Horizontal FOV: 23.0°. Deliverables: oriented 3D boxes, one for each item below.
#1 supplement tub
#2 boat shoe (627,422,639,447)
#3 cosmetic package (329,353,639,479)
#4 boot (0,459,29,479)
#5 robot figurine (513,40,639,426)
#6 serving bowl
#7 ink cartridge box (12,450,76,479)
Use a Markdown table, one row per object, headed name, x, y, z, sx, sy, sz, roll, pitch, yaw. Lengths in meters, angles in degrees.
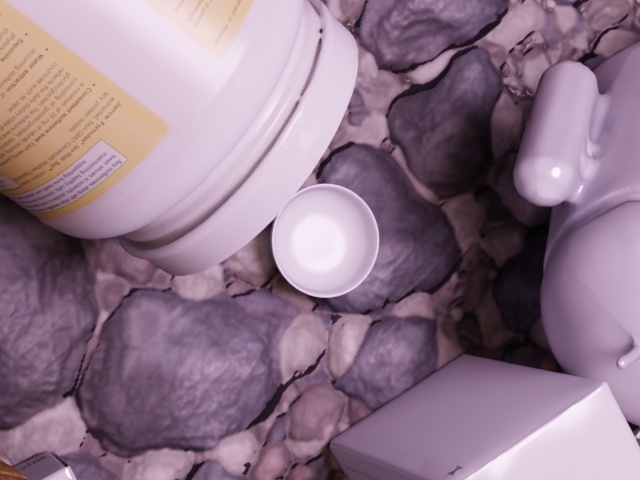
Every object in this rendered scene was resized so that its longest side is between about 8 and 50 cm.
| name | x | y | z | sx | sy | sz | roll | pitch | yaw |
| --- | --- | --- | --- | --- | --- | --- | --- | --- | --- |
| supplement tub | -0.163 | -0.150 | 0.971 | 0.331 | 0.241 | 0.241 | 37 | 79 | -26 |
| boat shoe | 0.303 | 0.095 | 1.227 | 0.305 | 0.109 | 0.091 | -32 | 100 | -23 |
| cosmetic package | 0.146 | 0.213 | 1.107 | 0.138 | 0.224 | 0.224 | -33 | 102 | -16 |
| boot | -0.286 | 0.211 | 0.953 | 0.095 | 0.262 | 0.203 | 23 | 83 | -57 |
| robot figurine | 0.264 | -0.008 | 1.114 | 0.300 | 0.200 | 0.353 | 31 | 45 | -14 |
| serving bowl | 0.000 | 0.000 | 1.156 | 0.083 | 0.027 | 0.083 | 0 | 90 | -19 |
| ink cartridge box | -0.196 | 0.251 | 1.065 | 0.127 | 0.072 | 0.175 | -28 | 100 | -17 |
